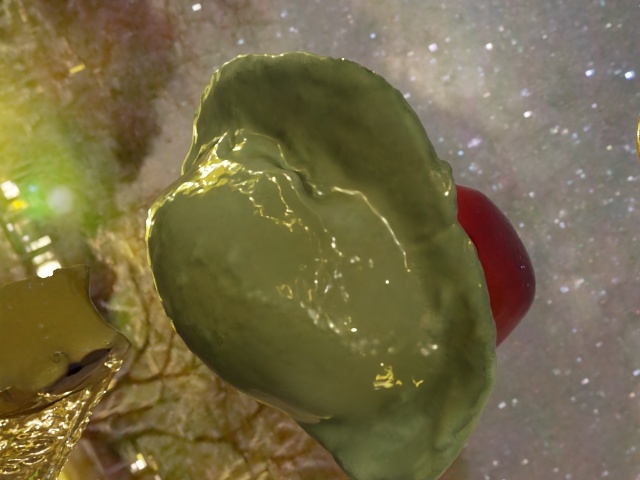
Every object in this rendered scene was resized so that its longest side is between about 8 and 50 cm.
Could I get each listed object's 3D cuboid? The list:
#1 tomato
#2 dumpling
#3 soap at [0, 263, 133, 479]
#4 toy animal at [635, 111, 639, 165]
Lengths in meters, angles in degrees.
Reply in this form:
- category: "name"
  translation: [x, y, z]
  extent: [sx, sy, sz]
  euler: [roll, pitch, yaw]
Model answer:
- category: "tomato"
  translation: [0.199, 0.057, 1.429]
  extent: [0.226, 0.299, 0.298]
  euler: [-124, -170, -80]
- category: "dumpling"
  translation: [-0.014, 0.026, 0.693]
  extent: [0.321, 0.212, 0.270]
  euler: [35, -21, 1]
- category: "soap"
  translation: [-0.221, 0.118, 0.588]
  extent: [0.076, 0.135, 0.233]
  euler: [57, -46, 19]
- category: "toy animal"
  translation: [0.421, -0.115, 0.990]
  extent: [0.166, 0.154, 0.250]
  euler: [73, 17, -72]
